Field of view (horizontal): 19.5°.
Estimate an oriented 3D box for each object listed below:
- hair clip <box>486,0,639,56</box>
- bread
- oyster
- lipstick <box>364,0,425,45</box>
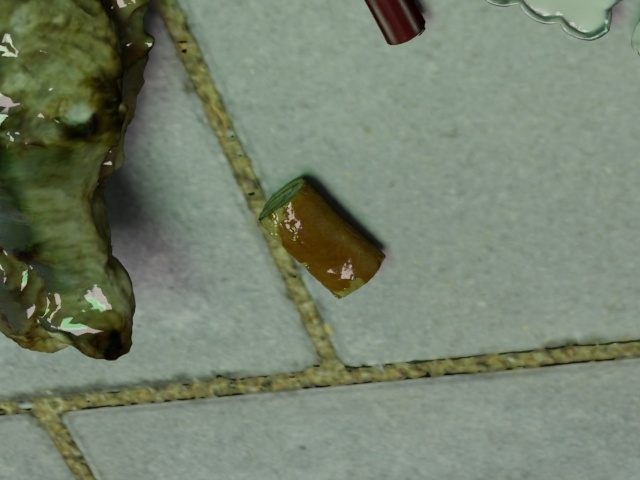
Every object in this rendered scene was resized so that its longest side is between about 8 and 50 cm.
[{"bbox_3d":[0.169,-0.156,0.999,0.220,0.054,0.140,21,129,-5],"label":"hair clip"},{"bbox_3d":[0.000,0.000,1.198,0.047,0.036,0.083,-31,118,32],"label":"bread"},{"bbox_3d":[-0.195,-0.075,1.131,0.198,0.133,0.337,7,128,22],"label":"oyster"},{"bbox_3d":[0.009,-0.185,1.038,0.027,0.027,0.176,-15,123,28],"label":"lipstick"}]
